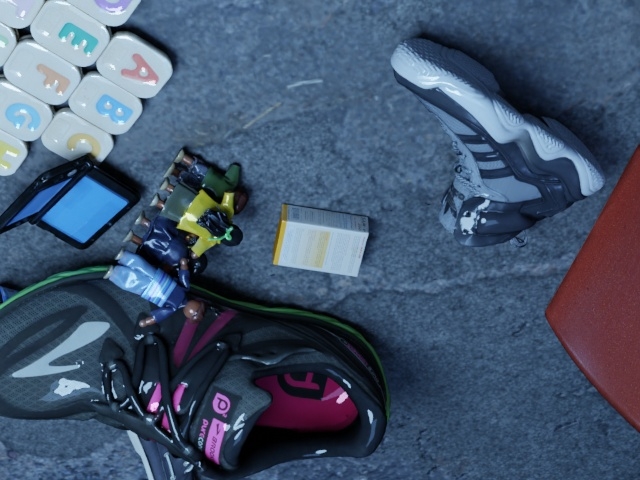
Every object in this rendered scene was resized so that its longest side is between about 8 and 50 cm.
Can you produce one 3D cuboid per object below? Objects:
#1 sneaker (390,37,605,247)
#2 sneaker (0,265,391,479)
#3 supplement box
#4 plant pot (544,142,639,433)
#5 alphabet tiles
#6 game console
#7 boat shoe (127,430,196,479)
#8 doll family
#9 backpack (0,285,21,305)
[{"bbox_3d":[0.152,-0.083,1.017,0.268,0.101,0.153,29,117,-23],"label":"sneaker"},{"bbox_3d":[-0.142,0.147,1.082,0.482,0.202,0.185,5,107,-15],"label":"sneaker"},{"bbox_3d":[0.000,0.000,1.114,0.098,0.036,0.062,9,124,-7],"label":"supplement box"},{"bbox_3d":[0.435,0.089,1.065,0.267,0.236,0.267,13,124,-11],"label":"plant pot"},{"bbox_3d":[-0.301,-0.183,0.970,0.278,0.021,0.284,30,124,-26],"label":"alphabet tiles"},{"bbox_3d":[-0.273,-0.028,1.060,0.122,0.107,0.071,-37,90,32],"label":"game console"},{"bbox_3d":[-0.187,0.280,1.285,0.064,0.075,0.206,-13,120,12],"label":"boat shoe"},{"bbox_3d":[-0.141,0.002,1.051,0.111,0.076,0.193,33,94,-15],"label":"doll family"},{"bbox_3d":[-0.365,0.113,1.149,0.084,0.105,0.114,19,123,-41],"label":"backpack"}]
